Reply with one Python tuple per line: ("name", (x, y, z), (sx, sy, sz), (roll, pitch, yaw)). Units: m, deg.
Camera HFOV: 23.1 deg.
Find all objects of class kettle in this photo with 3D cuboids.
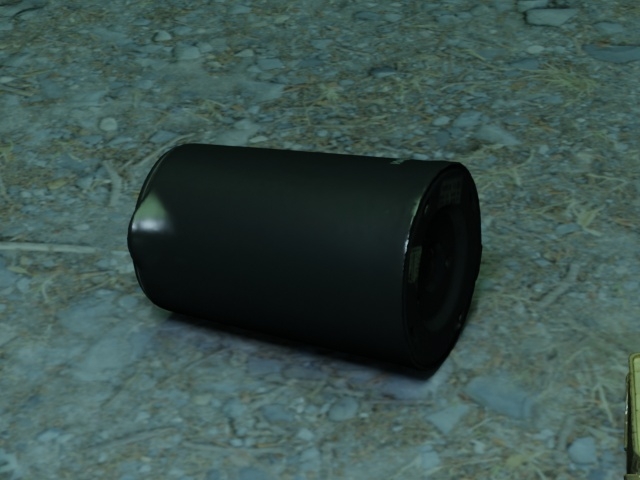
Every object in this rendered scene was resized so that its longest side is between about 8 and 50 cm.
("kettle", (-0.003, -0.011, 1.588), (0.308, 0.203, 0.262), (9, 36, 25))

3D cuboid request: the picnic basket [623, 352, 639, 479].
("picnic basket", (0.321, 0.174, 1.361), (0.115, 0.079, 0.164), (4, 33, 10))
